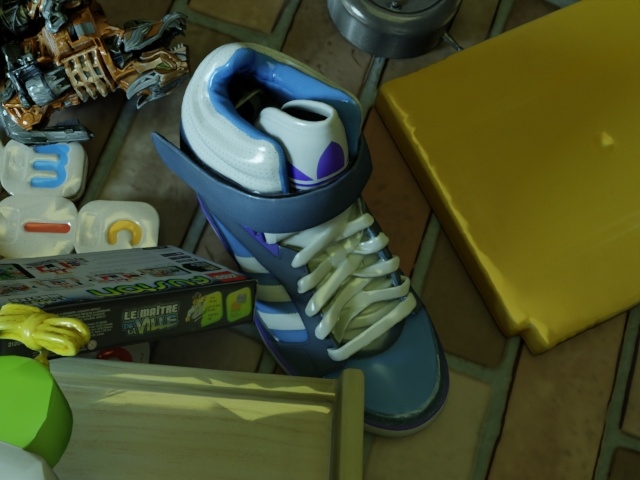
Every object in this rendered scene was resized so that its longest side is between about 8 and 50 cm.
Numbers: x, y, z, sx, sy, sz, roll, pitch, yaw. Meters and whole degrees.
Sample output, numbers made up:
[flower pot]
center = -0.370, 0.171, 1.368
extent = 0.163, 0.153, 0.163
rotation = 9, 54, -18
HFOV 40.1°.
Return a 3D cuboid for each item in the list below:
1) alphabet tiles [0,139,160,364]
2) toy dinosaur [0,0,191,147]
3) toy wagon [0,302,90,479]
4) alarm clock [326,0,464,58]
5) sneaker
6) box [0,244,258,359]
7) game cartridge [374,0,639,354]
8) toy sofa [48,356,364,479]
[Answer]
[alphabet tiles]
center = -0.278, 0.043, 0.733
extent = 0.278, 0.021, 0.283
rotation = 2, 72, -3
[toy dinosaur]
center = -0.277, -0.188, 0.749
extent = 0.322, 0.164, 0.218
rotation = 0, 87, -19
[toy wagon]
center = -0.216, 0.174, 0.410
extent = 0.267, 0.068, 0.344
rotation = 10, 46, 25
[alarm clock]
center = 0.054, -0.249, 0.848
extent = 0.192, 0.064, 0.129
rotation = 9, 71, 0
[sneaker]
center = 0.000, -0.001, 0.665
extent = 0.130, 0.236, 0.322
rotation = -32, 78, -15
[box]
center = -0.160, 0.040, 0.629
extent = 0.207, 0.114, 0.036
rotation = -6, 108, -45
[game cartridge]
center = 0.255, -0.080, 0.824
extent = 0.324, 0.052, 0.285
rotation = -24, 76, -11
[toy sofa]
center = -0.153, 0.172, 0.633
extent = 0.363, 0.177, 0.150
rotation = 6, 62, -5
